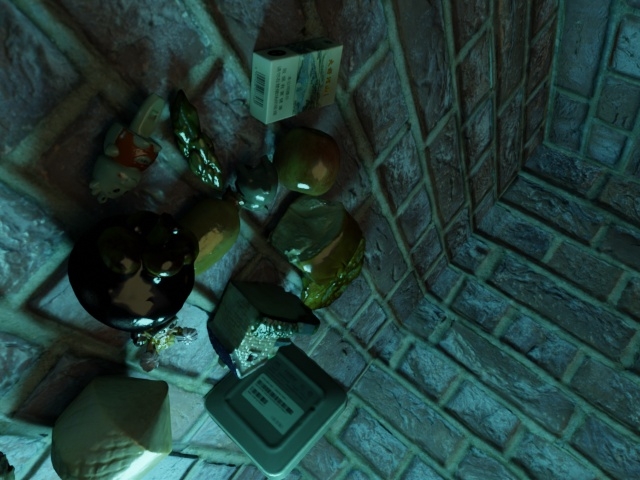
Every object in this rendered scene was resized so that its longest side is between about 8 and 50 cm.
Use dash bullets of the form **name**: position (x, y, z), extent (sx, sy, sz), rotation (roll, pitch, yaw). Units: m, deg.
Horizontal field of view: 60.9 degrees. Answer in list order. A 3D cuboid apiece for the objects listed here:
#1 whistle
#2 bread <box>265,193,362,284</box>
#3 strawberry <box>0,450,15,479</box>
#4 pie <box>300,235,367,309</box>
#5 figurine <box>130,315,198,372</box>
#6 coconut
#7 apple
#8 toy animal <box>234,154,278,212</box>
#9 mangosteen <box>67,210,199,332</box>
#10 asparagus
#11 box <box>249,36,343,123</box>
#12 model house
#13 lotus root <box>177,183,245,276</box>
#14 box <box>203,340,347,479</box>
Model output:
- **whistle**: position (-0.388, -0.183, 1.110), extent (0.253, 0.106, 0.102), rotation (-59, -168, 6)
- **bread**: position (0.000, 0.000, 1.751), extent (0.250, 0.225, 0.279), rotation (-52, 156, -4)
- **strawberry**: position (-0.845, 0.598, 1.204), extent (0.336, 0.149, 0.265), rotation (-48, 159, 8)
- **pie**: position (0.044, 0.122, 2.073), extent (0.355, 0.103, 0.288), rotation (-47, 151, -7)
- **figurine**: position (-0.436, 0.252, 1.472), extent (0.175, 0.116, 0.240), rotation (-35, 151, -28)
- **coconut**: position (-0.523, 0.493, 1.430), extent (0.329, 0.329, 0.329), rotation (-37, 146, -30)
- **apple**: position (-0.037, -0.221, 1.506), extent (0.188, 0.188, 0.174), rotation (-6, 120, -54)
- **toy animal**: position (-0.178, -0.124, 1.474), extent (0.108, 0.138, 0.236), rotation (-17, 154, -21)
- **mangosteen**: position (-0.391, 0.049, 1.180), extent (0.287, 0.233, 0.287), rotation (-12, 120, -22)
- **asparagus**: position (-0.286, -0.214, 1.253), extent (0.080, 0.080, 0.287), rotation (-45, 142, -18)
- **box**: position (-0.060, -0.412, 1.391), extent (0.256, 0.069, 0.164), rotation (-29, 142, -39)
- **model house**: position (-0.201, 0.300, 1.757), extent (0.298, 0.243, 0.284), rotation (17, 110, -48)
- **lotus root**: position (-0.302, -0.006, 1.384), extent (0.303, 0.131, 0.146), rotation (-48, 151, -14)
- **box**: position (-0.156, 0.575, 1.938), extent (0.396, 0.396, 0.111), rotation (-44, 153, -21)
